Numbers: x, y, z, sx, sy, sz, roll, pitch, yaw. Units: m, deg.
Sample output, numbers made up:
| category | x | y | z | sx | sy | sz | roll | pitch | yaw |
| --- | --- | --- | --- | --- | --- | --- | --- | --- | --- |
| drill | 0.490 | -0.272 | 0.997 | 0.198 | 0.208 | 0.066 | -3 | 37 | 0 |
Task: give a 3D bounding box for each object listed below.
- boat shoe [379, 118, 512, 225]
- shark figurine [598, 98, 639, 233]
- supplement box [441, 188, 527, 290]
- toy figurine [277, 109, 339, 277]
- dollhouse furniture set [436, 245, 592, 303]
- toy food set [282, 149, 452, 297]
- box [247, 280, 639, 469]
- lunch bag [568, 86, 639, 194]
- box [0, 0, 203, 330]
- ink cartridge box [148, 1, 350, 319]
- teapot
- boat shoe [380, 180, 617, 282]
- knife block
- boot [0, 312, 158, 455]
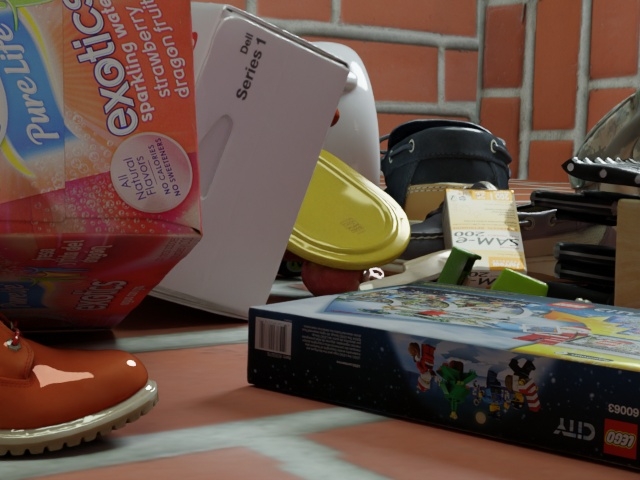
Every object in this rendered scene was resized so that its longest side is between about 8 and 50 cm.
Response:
| category | x | y | z | sx | sy | sz | roll | pitch | yaw |
| --- | --- | --- | --- | --- | --- | --- | --- | --- | --- |
| boat shoe | 0.160 | -0.077 | 1.554 | 0.186 | 0.156 | 0.500 | 0 | 4 | 3 |
| shark figurine | 0.285 | -0.055 | 1.049 | 0.166 | 0.116 | 0.278 | -7 | -40 | 31 |
| supplement box | 0.139 | 0.001 | 1.042 | 0.062 | 0.036 | 0.098 | 1 | 47 | -3 |
| toy figurine | -0.076 | -0.073 | 1.157 | 0.209 | 0.213 | 0.148 | 1 | 21 | 27 |
| dollhouse furniture set | 0.145 | 0.059 | 0.792 | 0.151 | 0.059 | 0.076 | 23 | 4 | 16 |
| toy food set | 0.000 | 0.000 | 0.999 | 0.128 | 0.071 | 0.218 | -23 | 51 | -41 |
| box | 0.100 | 0.061 | 0.631 | 0.233 | 0.044 | 0.159 | 6 | 7 | 40 |
| lunch bag | 0.542 | -0.109 | 1.737 | 0.305 | 0.213 | 0.256 | 2 | -12 | -31 |
| box | -0.164 | -0.043 | 0.661 | 0.142 | 0.154 | 0.300 | 0 | -11 | -18 |
| ink cartridge box | -0.121 | -0.072 | 0.938 | 0.117 | 0.201 | 0.278 | 20 | 0 | -33 |
| teapot | -0.044 | -0.109 | 1.395 | 0.187 | 0.256 | 0.252 | -5 | 15 | -11 |
| boat shoe | 0.150 | -0.010 | 1.138 | 0.285 | 0.092 | 0.103 | 0 | 6 | -13 |
| knife block | 0.272 | 0.036 | 0.872 | 0.088 | 0.242 | 0.276 | -4 | 53 | -40 |
| boot | -0.143 | 0.045 | 0.509 | 0.157 | 0.085 | 0.059 | 1 | 4 | -26 |
